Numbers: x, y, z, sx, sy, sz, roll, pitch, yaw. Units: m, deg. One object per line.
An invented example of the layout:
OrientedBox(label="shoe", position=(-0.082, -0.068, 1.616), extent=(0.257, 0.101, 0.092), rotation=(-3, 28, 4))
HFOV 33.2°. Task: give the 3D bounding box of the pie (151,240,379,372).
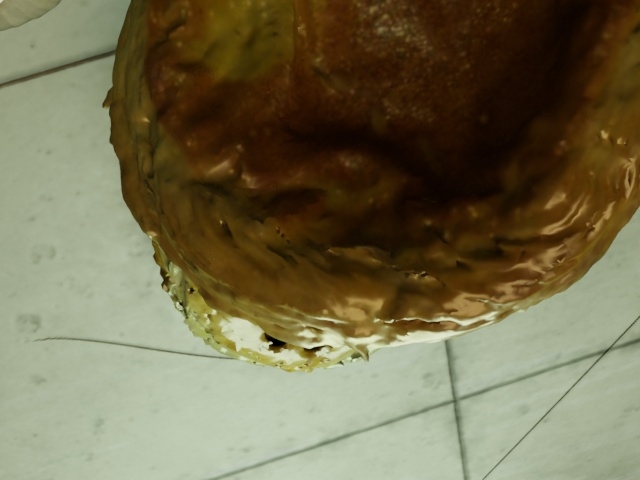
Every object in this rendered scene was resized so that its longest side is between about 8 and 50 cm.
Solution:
OrientedBox(label="pie", position=(0.000, -0.001, 0.838), extent=(0.308, 0.085, 0.308), rotation=(-11, 133, -11))

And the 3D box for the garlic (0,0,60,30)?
OrientedBox(label="garlic", position=(-0.175, -0.188, 0.500), extent=(0.245, 0.253, 0.245), rotation=(-15, 134, -16))

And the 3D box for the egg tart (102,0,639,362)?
OrientedBox(label="egg tart", position=(0.042, -0.103, 0.628), extent=(0.352, 0.352, 0.150), rotation=(-31, 159, 9))
